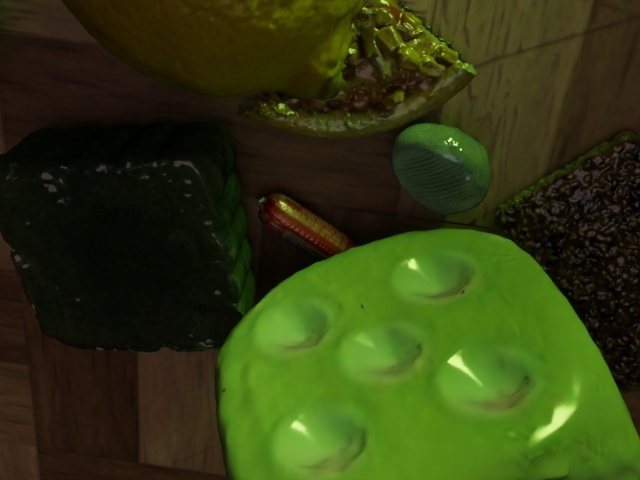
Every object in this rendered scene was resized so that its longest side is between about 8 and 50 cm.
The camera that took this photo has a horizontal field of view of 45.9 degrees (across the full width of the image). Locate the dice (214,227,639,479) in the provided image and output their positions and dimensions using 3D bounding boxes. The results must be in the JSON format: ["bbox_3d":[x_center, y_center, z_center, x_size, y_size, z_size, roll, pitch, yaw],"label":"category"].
[{"bbox_3d":[0.078,0.163,0.557,0.250,0.254,0.252,-21,126,1],"label":"dice"}]

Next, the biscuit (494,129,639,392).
[{"bbox_3d":[0.254,0.030,0.622,0.131,0.025,0.231,-33,110,22],"label":"biscuit"}]

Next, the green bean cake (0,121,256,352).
[{"bbox_3d":[-0.151,0.000,0.613,0.183,0.094,0.185,-3,119,8],"label":"green bean cake"}]

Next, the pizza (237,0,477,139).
[{"bbox_3d":[0.025,-0.135,0.548,0.178,0.041,0.131,3,118,5],"label":"pizza"}]

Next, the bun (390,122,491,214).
[{"bbox_3d":[0.093,-0.058,0.576,0.083,0.045,0.083,20,145,15],"label":"bun"}]

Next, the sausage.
[{"bbox_3d":[0.000,0.000,0.631,0.129,0.034,0.034,33,117,-11],"label":"sausage"}]

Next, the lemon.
[{"bbox_3d":[-0.071,-0.187,0.446,0.257,0.188,0.188,44,115,-11],"label":"lemon"}]
